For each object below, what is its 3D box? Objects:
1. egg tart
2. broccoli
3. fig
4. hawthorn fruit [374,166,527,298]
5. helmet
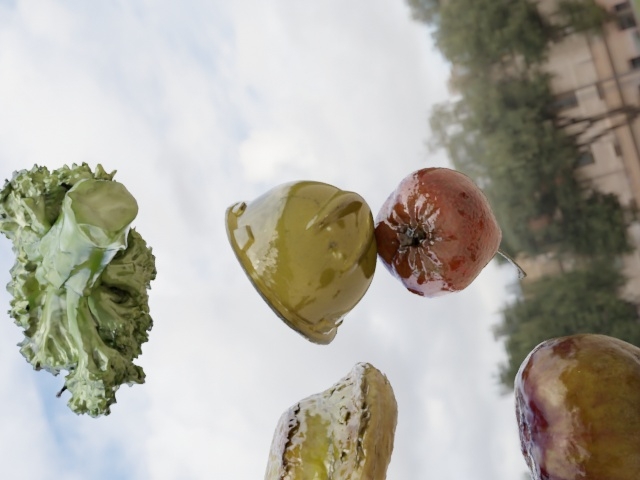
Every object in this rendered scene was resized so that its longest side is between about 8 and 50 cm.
[{"bbox_3d":[-0.001,0.403,2.011,0.443,0.178,0.443,-168,90,-87],"label":"egg tart"},{"bbox_3d":[-0.350,0.000,1.782,0.275,0.353,0.397,-37,-35,-27],"label":"broccoli"},{"bbox_3d":[0.329,0.189,1.214,0.190,0.290,0.191,7,-90,-73],"label":"fig"},{"bbox_3d":[0.189,-0.005,1.603,0.285,0.165,0.165,6,-112,-48],"label":"hawthorn fruit"},{"bbox_3d":[0.000,0.000,1.505,0.205,0.140,0.257,50,-163,-11],"label":"helmet"}]
